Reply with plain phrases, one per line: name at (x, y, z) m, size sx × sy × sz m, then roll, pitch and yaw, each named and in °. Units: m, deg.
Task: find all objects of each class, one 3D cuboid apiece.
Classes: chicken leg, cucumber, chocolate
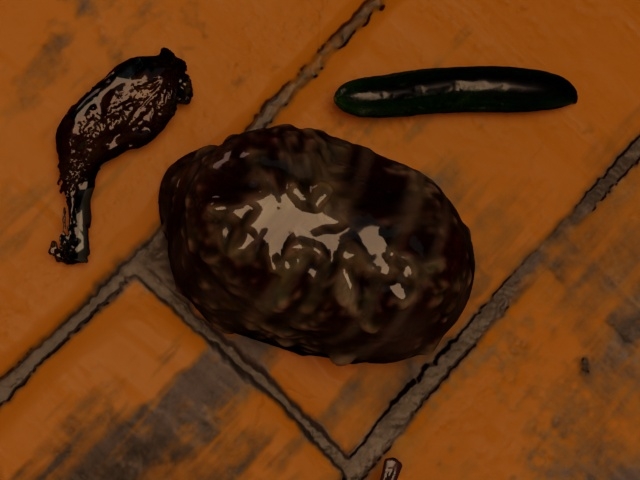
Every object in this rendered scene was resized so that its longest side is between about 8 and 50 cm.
chicken leg at (-0.227, -0.096, 1.617) m, size 0.106 × 0.051 × 0.253 m, roll 31°, pitch 83°, yaw -10°
cucumber at (0.151, -0.163, 1.681) m, size 0.284 × 0.056 × 0.056 m, roll -3°, pitch 85°, yaw -14°
chocolate at (0.000, 0.000, 1.561) m, size 0.340 × 0.210 × 0.225 m, roll 19°, pitch 79°, yaw -7°

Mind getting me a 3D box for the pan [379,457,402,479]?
pan at (0.042, 0.327, 1.617) m, size 0.114 × 0.040 × 0.212 m, roll 17°, pitch 89°, yaw -6°
